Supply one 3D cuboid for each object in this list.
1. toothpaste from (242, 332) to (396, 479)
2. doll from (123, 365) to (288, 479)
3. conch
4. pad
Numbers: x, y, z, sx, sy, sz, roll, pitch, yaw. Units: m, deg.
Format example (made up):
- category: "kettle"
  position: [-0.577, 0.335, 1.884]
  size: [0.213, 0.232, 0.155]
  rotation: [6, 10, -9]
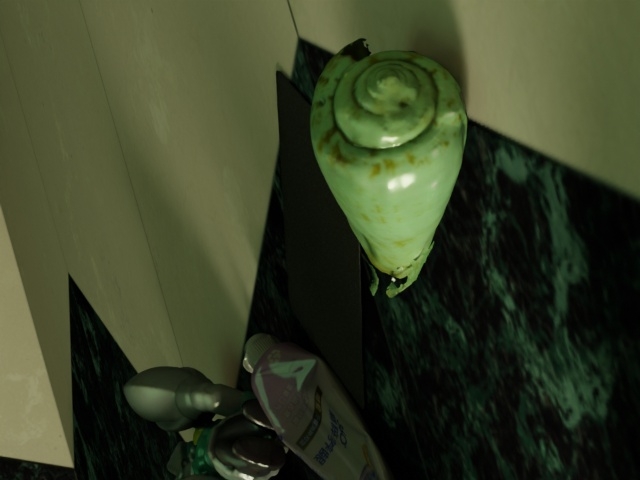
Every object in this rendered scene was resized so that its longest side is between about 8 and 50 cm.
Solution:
- category: "toothpaste"
  position: [0.016, 0.154, 1.002]
  size: [0.301, 0.048, 0.075]
  rotation: [-134, 38, -51]
- category: "doll"
  position: [-0.113, 0.189, 1.269]
  size: [0.258, 0.153, 0.195]
  rotation: [-58, 16, 34]
- category: "conch"
  position: [0.033, -0.045, 0.756]
  size: [0.170, 0.079, 0.105]
  rotation: [91, 171, -57]
- category: "pad"
  position: [0.000, 0.000, 0.986]
  size: [0.143, 0.003, 0.211]
  rotation: [-128, 29, -50]
